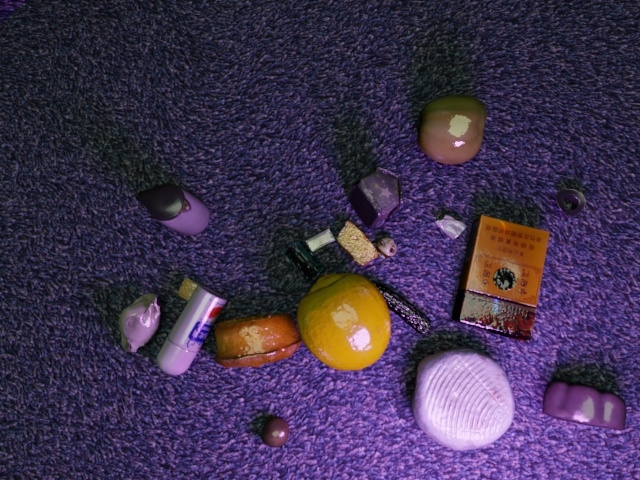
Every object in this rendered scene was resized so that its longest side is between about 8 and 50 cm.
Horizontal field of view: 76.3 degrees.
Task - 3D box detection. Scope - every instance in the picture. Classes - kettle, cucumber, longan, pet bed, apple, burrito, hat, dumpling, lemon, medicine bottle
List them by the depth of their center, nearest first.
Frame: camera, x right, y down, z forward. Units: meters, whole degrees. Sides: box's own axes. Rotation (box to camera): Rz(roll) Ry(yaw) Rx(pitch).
[{"bbox_3d":[0.084,0.281,1.430,0.349,0.348,0.347,-1,80,3],"label":"lemon"},{"bbox_3d":[-0.168,0.694,1.488,0.106,0.106,0.119,-46,42,-5],"label":"longan"},{"bbox_3d":[-0.495,0.346,1.545,0.131,0.130,0.340,29,83,8],"label":"medicine bottle"},{"bbox_3d":[0.285,0.242,1.547,0.300,0.072,0.072,37,84,8],"label":"cucumber"},{"bbox_3d":[0.219,-0.168,1.555,0.159,0.211,0.183,-32,79,-12],"label":"pet bed"},{"bbox_3d":[-0.574,-0.124,1.570,0.241,0.255,0.165,13,84,6],"label":"kettle"},{"bbox_3d":[0.509,-0.428,1.577,0.280,0.279,0.278,-1,80,3],"label":"apple"},{"bbox_3d":[-0.714,0.307,1.581,0.173,0.142,0.246,30,90,43],"label":"dumpling"},{"bbox_3d":[0.962,-0.147,1.586,0.121,0.050,0.121,0,83,-2],"label":"hat"},{"bbox_3d":[0.259,0.026,1.595,0.076,0.059,0.077,-28,75,-6],"label":"hat"},{"bbox_3d":[0.508,-0.061,1.601,0.118,0.044,0.074,39,87,6],"label":"burrito"}]

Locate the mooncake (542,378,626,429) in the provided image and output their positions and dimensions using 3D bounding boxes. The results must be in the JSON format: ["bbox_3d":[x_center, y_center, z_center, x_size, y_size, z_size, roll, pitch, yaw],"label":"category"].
[{"bbox_3d":[0.888,0.558,1.380,0.245,0.245,0.133,15,77,6],"label":"mooncake"}]

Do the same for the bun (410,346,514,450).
[{"bbox_3d":[0.490,0.545,1.421,0.356,0.194,0.353,-1,78,5],"label":"bun"}]

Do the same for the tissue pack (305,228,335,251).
[{"bbox_3d":[0.000,0.000,1.630,0.108,0.023,0.056,-29,80,-1],"label":"tissue pack"}]

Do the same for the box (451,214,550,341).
[{"bbox_3d":[0.670,0.140,1.521,0.265,0.116,0.414,16,81,5],"label":"box"}]

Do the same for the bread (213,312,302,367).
[{"bbox_3d":[-0.246,0.366,1.503,0.341,0.179,0.194,-8,79,2],"label":"bread"}]

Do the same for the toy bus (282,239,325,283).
[{"bbox_3d":[-0.060,0.082,1.585,0.160,0.092,0.079,49,116,10],"label":"toy bus"}]

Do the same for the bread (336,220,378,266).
[{"bbox_3d":[0.140,0.016,1.600,0.103,0.065,0.187,-44,82,-3],"label":"bread"}]

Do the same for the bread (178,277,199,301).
[{"bbox_3d":[-0.524,0.197,1.622,0.070,0.035,0.083,26,89,8],"label":"bread"}]
